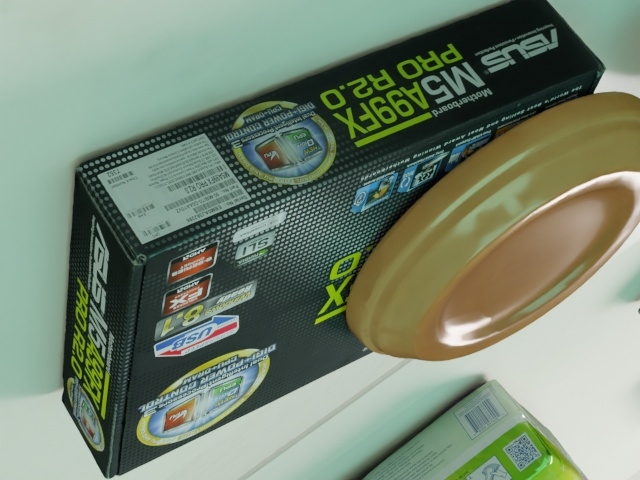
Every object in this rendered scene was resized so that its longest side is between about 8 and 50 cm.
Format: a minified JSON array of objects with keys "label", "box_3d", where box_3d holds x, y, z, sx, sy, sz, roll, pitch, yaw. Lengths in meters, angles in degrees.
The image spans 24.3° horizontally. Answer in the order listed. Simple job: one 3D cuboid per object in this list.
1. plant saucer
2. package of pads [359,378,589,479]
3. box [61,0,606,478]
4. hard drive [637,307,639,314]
[{"label":"plant saucer","box_3d":[0.106,0.002,0.802,0.200,0.037,0.200,-30,156,-15]},{"label":"package of pads","box_3d":[0.117,0.249,1.332,0.229,0.101,0.296,-39,155,4]},{"label":"box","box_3d":[0.000,0.000,0.776,0.270,0.060,0.216,-23,153,-26]},{"label":"hard drive","box_3d":[0.448,-0.041,1.275,0.237,0.064,0.339,-8,143,-46]}]
